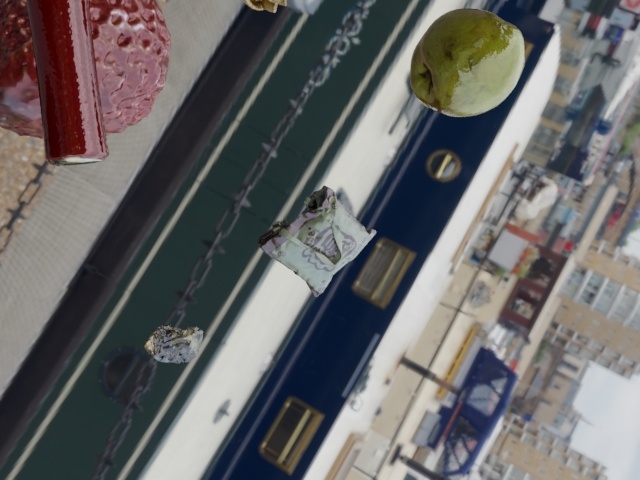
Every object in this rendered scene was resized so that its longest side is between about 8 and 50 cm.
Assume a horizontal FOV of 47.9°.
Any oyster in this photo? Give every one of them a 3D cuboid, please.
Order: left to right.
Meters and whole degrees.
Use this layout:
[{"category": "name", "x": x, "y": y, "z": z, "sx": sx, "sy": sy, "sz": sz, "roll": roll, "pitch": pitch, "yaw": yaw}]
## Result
[{"category": "oyster", "x": -0.197, "y": 0.141, "z": 0.967, "sx": 0.083, "sy": 0.019, "sz": 0.054, "roll": 7, "pitch": 94, "yaw": -29}]

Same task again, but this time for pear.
[{"category": "pear", "x": 0.257, "y": -0.313, "z": 1.273, "sx": 0.200, "sy": 0.200, "sz": 0.200, "roll": -52, "pitch": 160, "yaw": -29}]

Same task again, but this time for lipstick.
[{"category": "lipstick", "x": -0.314, "y": -0.214, "z": 0.889, "sx": 0.080, "sy": 0.080, "sz": 0.241, "roll": -15, "pitch": 100, "yaw": -67}]

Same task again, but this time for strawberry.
[{"category": "strawberry", "x": -0.385, "y": -0.263, "z": 1.112, "sx": 0.291, "sy": 0.292, "sz": 0.310, "roll": 78, "pitch": 17, "yaw": -63}]

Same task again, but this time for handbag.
[{"category": "handbag", "x": 0.000, "y": 0.000, "z": 1.643, "sx": 0.213, "sy": 0.127, "sz": 0.235, "roll": -42, "pitch": 131, "yaw": 5}]

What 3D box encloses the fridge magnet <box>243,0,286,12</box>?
[{"category": "fridge magnet", "x": -0.067, "y": -0.392, "z": 1.008, "sx": 0.143, "sy": 0.063, "sz": 0.143, "roll": -53, "pitch": 160, "yaw": -29}]
